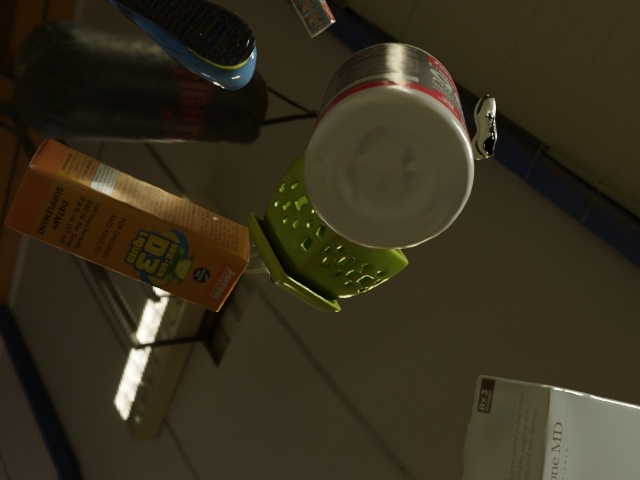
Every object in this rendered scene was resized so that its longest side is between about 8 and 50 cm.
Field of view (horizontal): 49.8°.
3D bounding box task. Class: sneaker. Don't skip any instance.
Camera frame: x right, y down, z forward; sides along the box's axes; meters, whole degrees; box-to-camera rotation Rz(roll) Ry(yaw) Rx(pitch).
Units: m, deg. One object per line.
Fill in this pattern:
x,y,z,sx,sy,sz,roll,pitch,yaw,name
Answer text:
0.283,-0.190,1.161,0.043,0.040,0.109,-157,-111,-67,sneaker
-0.091,-0.010,1.661,0.099,0.262,0.121,-135,-151,-57,sneaker
-0.151,-0.216,0.652,0.209,0.069,0.082,38,-16,-2,sneaker

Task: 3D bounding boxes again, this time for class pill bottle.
0.083,-0.136,0.830,0.318,0.176,0.176,-78,-168,-61,pill bottle

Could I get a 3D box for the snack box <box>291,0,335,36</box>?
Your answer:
-0.037,-0.521,1.441,0.064,0.022,0.178,-24,-81,40,snack box

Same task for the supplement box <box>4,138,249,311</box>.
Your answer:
-0.191,-0.013,0.714,0.078,0.233,0.080,-58,-158,21,supplement box

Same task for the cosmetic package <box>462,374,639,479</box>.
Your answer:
0.232,0.190,0.576,0.085,0.231,0.117,-6,-109,58,cosmetic package

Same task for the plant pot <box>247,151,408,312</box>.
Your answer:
0.000,0.000,1.370,0.207,0.228,0.227,-41,-131,11,plant pot
